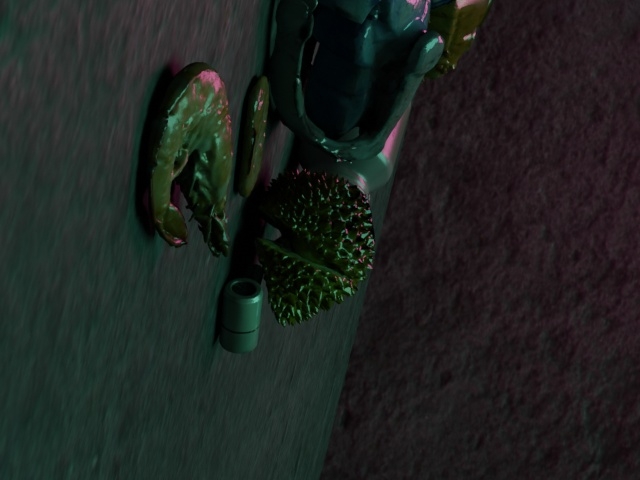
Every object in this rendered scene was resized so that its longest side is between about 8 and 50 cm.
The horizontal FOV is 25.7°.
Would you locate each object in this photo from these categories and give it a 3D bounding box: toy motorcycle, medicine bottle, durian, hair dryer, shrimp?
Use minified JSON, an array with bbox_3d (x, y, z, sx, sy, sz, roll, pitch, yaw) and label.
[{"bbox_3d":[0.051,-0.236,1.624,0.241,0.182,0.319,-69,171,-47],"label":"toy motorcycle"},{"bbox_3d":[0.039,-0.131,1.927,0.135,0.135,0.215,91,15,-60],"label":"medicine bottle"},{"bbox_3d":[0.000,0.000,1.727,0.237,0.138,0.193,-91,169,-69],"label":"durian"},{"bbox_3d":[-0.087,0.063,1.682,0.137,0.047,0.082,-76,175,-56],"label":"hair dryer"},{"bbox_3d":[-0.111,-0.051,1.216,0.236,0.053,0.133,89,13,-52],"label":"shrimp"}]

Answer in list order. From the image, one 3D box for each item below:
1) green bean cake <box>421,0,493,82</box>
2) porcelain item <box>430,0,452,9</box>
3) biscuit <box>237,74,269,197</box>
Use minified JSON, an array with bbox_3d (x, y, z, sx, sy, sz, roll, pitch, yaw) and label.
[{"bbox_3d":[0.201,-0.445,2.360,0.285,0.202,0.310,92,14,-68],"label":"green bean cake"},{"bbox_3d":[0.164,-0.448,1.767,0.281,0.157,0.286,-23,137,-35],"label":"porcelain item"},{"bbox_3d":[-0.074,-0.113,1.544,0.071,0.018,0.147,-71,170,-56],"label":"biscuit"}]
